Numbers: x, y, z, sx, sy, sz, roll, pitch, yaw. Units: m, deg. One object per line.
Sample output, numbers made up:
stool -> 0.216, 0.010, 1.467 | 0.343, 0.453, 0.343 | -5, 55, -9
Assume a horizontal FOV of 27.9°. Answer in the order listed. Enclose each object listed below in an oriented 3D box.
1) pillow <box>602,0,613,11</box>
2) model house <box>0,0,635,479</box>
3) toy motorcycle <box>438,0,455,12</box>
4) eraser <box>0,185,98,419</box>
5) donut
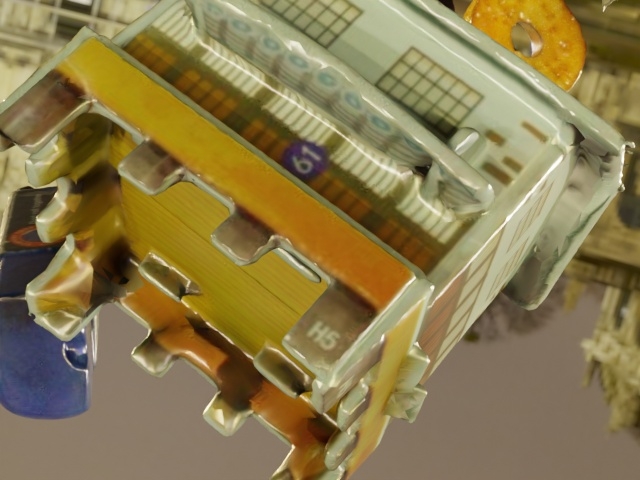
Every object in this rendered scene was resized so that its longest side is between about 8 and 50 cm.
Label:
pillow -> 0.319, -0.290, 1.307 | 0.051, 0.093, 0.241 | 27, -144, 17
model house -> -0.005, -0.021, 0.600 | 0.224, 0.215, 0.198 | 36, 155, 15
toy motorcycle -> 0.049, -0.320, 1.789 | 0.275, 0.205, 0.127 | -7, 173, 33
eraser -> -0.286, 0.058, 1.355 | 0.101, 0.155, 0.332 | -4, -158, -7
donut -> 0.225, -0.223, 1.464 | 0.152, 0.152, 0.058 | 11, 174, -20
